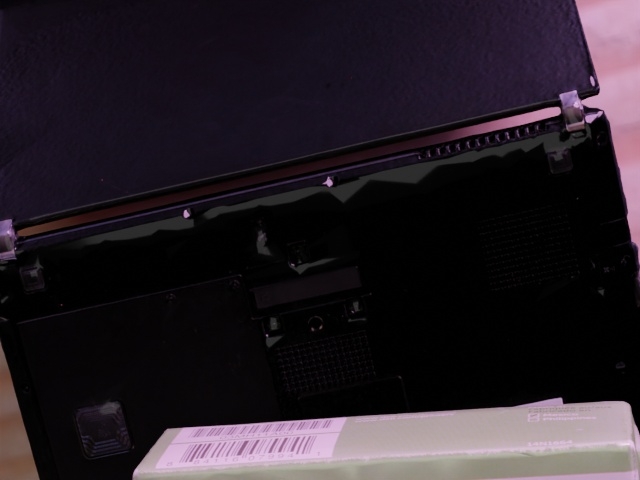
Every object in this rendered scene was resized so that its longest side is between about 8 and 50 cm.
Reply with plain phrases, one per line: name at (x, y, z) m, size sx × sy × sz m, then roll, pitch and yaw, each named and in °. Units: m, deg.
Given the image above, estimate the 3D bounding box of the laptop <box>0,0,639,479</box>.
laptop at (0.000, 0.000, 0.644) m, size 0.234 × 0.136 × 0.264 m, roll -13°, pitch 100°, yaw 8°

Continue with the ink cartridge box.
ink cartridge box at (0.033, 0.180, 0.570) m, size 0.171 × 0.056 × 0.235 m, roll -5°, pitch 99°, yaw 9°
